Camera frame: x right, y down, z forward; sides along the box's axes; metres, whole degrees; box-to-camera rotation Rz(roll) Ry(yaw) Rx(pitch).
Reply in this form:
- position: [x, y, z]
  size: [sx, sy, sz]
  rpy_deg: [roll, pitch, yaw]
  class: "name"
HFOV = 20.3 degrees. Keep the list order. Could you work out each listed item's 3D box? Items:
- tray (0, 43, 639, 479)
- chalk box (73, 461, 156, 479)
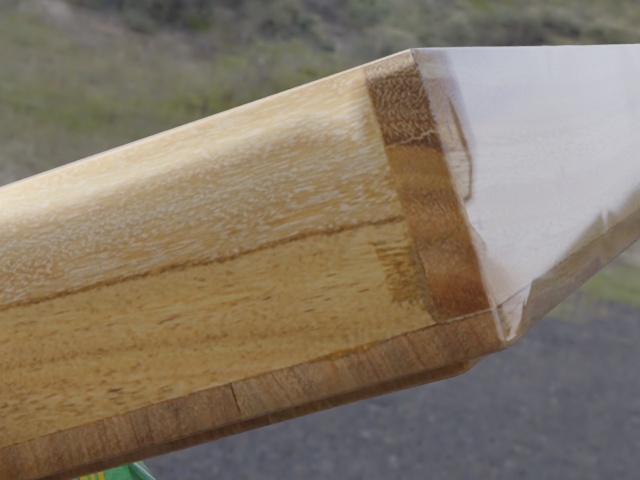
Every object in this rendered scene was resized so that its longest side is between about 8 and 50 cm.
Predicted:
- position: [0.000, 0.000, 0.592]
  size: [0.203, 0.076, 0.411]
  rpy_deg: [-17, 2, 19]
  class: "tray"
- position: [-0.219, 0.096, 0.979]
  size: [0.213, 0.132, 0.132]
  rpy_deg: [45, -5, -26]
  class: "chalk box"
